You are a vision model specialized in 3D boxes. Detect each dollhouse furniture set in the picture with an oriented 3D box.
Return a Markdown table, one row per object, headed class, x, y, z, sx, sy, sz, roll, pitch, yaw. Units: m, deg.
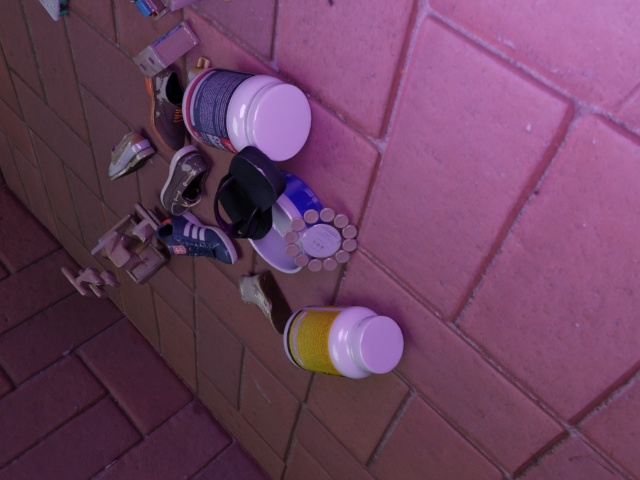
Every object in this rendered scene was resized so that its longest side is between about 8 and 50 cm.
| class | x | y | z | sx | sy | sz | roll | pitch | yaw |
| --- | --- | --- | --- | --- | --- | --- | --- | --- | --- |
| dollhouse furniture set | -0.783 | 0.012 | 2.347 | 0.256 | 0.362 | 0.394 | 47 | 177 | 9 |
| dollhouse furniture set | -0.432 | -0.535 | 1.529 | 0.129 | 0.129 | 0.184 | -2 | 131 | 53 |

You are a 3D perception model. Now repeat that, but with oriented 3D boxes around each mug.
| class | x | y | z | sx | sy | sz | roll | pitch | yaw |
| --- | --- | --- | --- | --- | --- | --- | --- | --- | --- |
| mug | -0.310 | -0.433 | 1.578 | 0.064 | 0.078 | 0.062 | 36 | 177 | 42 |

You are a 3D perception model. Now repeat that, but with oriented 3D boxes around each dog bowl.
| class | x | y | z | sx | sy | sz | roll | pitch | yaw |
| --- | --- | --- | --- | --- | --- | --- | --- | --- | --- |
| dog bowl | -0.100 | -0.050 | 1.603 | 0.265 | 0.104 | 0.265 | 33 | 142 | 30 |

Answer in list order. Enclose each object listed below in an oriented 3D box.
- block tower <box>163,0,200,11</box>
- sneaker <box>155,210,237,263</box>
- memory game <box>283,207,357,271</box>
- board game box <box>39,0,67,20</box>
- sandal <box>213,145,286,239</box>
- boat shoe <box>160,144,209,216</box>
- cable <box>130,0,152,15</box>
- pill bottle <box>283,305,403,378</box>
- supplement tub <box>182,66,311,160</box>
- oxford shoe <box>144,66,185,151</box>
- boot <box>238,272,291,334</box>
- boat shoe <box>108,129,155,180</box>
| class | x | y | z | sx | sy | sz | roll | pitch | yaw |
| --- | --- | --- | --- | --- | --- | --- | --- | --- | --- |
| block tower | -0.414 | -0.697 | 1.422 | 0.335 | 0.091 | 0.097 | 48 | 148 | 10 |
| sneaker | -0.432 | 0.014 | 2.058 | 0.350 | 0.148 | 0.131 | 26 | 138 | 38 |
| memory game | 0.000 | 0.000 | 1.479 | 0.012 | 0.186 | 0.186 | -98 | -4 | -57 |
| board game box | -0.908 | -0.959 | 1.866 | 0.390 | 0.050 | 0.390 | 52 | 149 | 3 |
| sandal | -0.193 | -0.088 | 1.424 | 0.167 | 0.107 | 0.446 | 42 | 160 | 3 |
| boat shoe | -0.428 | -0.166 | 1.921 | 0.097 | 0.116 | 0.324 | 50 | 142 | 13 |
| cable | -0.474 | -0.674 | 1.564 | 0.151 | 0.047 | 0.184 | 56 | 148 | -3 |
| pill bottle | 0.059 | 0.270 | 1.613 | 0.334 | 0.188 | 0.188 | -8 | 113 | 56 |
| supplement tub | -0.174 | -0.292 | 1.390 | 0.272 | 0.191 | 0.191 | 22 | 136 | 41 |
| oxford shoe | -0.435 | -0.375 | 1.752 | 0.098 | 0.097 | 0.271 | 22 | 136 | 32 |
| boot | -0.188 | 0.206 | 1.986 | 0.165 | 0.077 | 0.213 | -7 | 109 | 54 |
| boat shoe | -0.688 | -0.302 | 2.147 | 0.302 | 0.113 | 0.103 | -22 | 101 | 47 |
